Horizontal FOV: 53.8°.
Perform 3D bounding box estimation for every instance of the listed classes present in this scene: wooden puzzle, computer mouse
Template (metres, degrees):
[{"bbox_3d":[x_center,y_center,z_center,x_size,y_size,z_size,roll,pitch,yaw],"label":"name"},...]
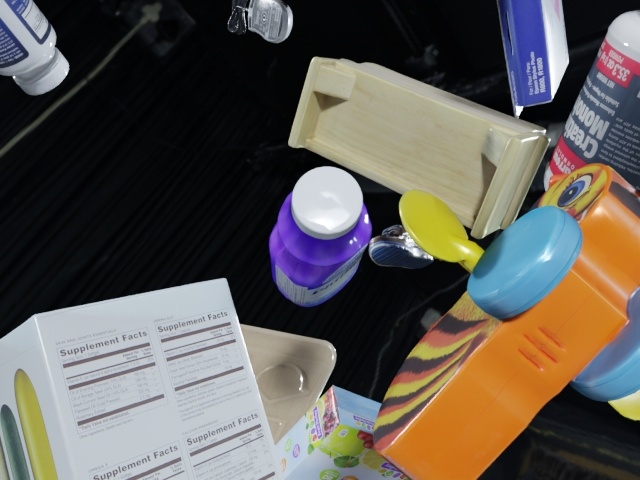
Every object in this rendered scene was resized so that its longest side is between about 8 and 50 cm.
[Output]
[{"bbox_3d":[-0.165,0.333,1.245,0.322,0.348,0.080,7,-42,26],"label":"wooden puzzle"},{"bbox_3d":[-0.097,-0.386,1.086,0.193,0.042,0.106,41,-53,42],"label":"computer mouse"}]

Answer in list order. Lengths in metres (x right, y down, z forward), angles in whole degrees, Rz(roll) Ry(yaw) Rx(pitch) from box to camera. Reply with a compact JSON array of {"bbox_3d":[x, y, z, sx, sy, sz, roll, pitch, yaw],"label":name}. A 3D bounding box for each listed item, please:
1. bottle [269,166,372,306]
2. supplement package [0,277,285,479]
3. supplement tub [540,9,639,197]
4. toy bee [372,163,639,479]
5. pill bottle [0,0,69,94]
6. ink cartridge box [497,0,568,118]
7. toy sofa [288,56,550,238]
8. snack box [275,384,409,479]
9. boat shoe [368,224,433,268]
[{"bbox_3d":[0.000,0.000,0.713,0.092,0.118,0.283,47,-14,10],"label":"bottle"},{"bbox_3d":[-0.185,0.201,0.616,0.199,0.198,0.263,-26,-102,44],"label":"supplement package"},{"bbox_3d":[0.385,-0.111,0.746,0.191,0.191,0.272,27,-54,19],"label":"supplement tub"},{"bbox_3d":[0.158,0.024,0.393,0.195,0.298,0.162,61,14,-11],"label":"toy bee"},{"bbox_3d":[-0.391,-0.265,0.780,0.094,0.094,0.169,20,-25,31],"label":"pill bottle"},{"bbox_3d":[0.433,-0.456,1.271,0.071,0.330,0.324,-2,-58,29],"label":"ink cartridge box"},{"bbox_3d":[0.148,-0.153,0.967,0.362,0.177,0.150,29,-65,25],"label":"toy sofa"},{"bbox_3d":[0.029,0.311,0.872,0.174,0.070,0.207,26,-61,-26],"label":"snack box"},{"bbox_3d":[0.142,0.010,1.180,0.066,0.066,0.183,-28,-25,28],"label":"boat shoe"}]
